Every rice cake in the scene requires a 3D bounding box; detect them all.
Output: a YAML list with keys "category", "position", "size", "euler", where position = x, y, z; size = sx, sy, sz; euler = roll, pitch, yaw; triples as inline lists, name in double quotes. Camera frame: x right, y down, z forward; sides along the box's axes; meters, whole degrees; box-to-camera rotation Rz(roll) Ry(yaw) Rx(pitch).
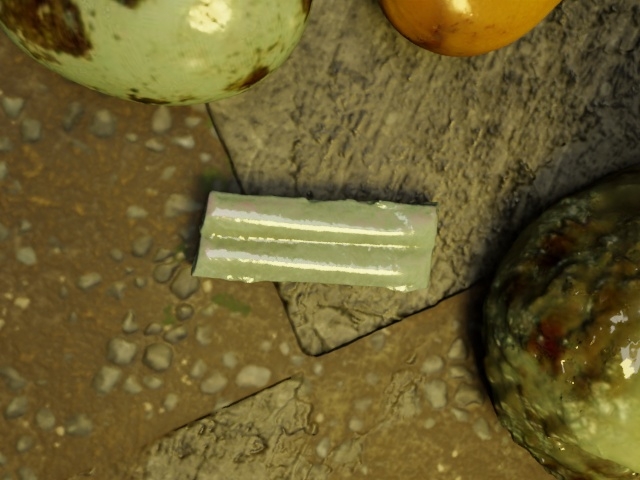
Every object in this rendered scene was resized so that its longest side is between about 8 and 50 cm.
- category: "rice cake"
  position: [0.000, 0.000, 0.593]
  size: [0.226, 0.040, 0.084]
  euler: [3, 98, -14]

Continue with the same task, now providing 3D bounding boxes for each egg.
- category: "egg"
  position: [-0.119, -0.181, 0.473]
  size: [0.231, 0.169, 0.169]
  euler: [-5, 100, 2]

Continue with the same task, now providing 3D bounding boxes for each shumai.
- category: "shumai"
  position: [0.382, 0.106, 0.548]
  size: [0.396, 0.348, 0.394]
  euler: [-3, 101, -17]

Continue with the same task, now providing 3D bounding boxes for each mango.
- category: "mango"
  position: [0.148, -0.242, 0.561]
  size: [0.219, 0.112, 0.144]
  euler: [-28, 104, -20]
